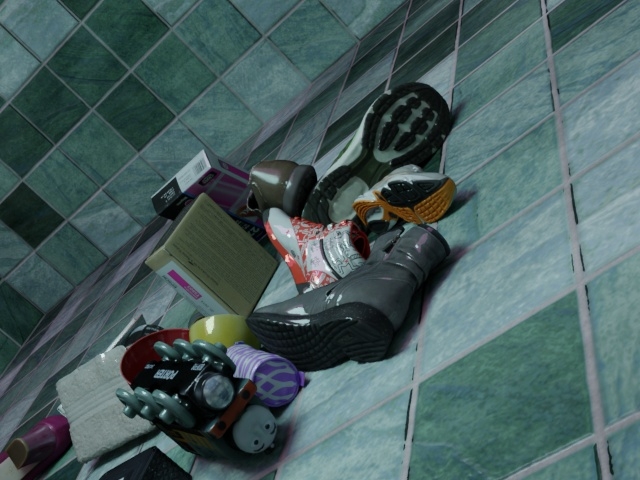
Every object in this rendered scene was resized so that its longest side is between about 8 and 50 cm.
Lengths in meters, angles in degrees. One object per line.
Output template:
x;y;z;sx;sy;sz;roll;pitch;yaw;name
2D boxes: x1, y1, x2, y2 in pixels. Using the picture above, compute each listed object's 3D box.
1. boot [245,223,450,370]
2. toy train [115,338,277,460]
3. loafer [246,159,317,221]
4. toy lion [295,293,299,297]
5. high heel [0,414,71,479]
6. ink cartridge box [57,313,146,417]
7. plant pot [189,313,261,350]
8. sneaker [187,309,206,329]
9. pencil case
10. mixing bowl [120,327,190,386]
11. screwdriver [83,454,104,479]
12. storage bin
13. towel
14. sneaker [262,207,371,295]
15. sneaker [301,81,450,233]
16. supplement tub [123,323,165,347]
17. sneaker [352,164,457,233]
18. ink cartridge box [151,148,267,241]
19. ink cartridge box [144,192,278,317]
0.045;0.086;1.422;0.338;0.118;0.223;-6;38;49;boot
-0.187;0.253;1.405;0.142;0.190;0.334;-53;19;-24;toy train
-0.077;-0.084;1.851;0.366;0.130;0.134;93;-158;-70;loafer
-0.043;0.123;1.662;0.100;0.034;0.096;-49;10;-10;toy lion
-0.731;0.558;2.243;0.377;0.127;0.181;-39;-12;35;high heel
-0.500;0.299;2.109;0.275;0.060;0.239;-52;-16;-21;ink cartridge box
-0.169;0.208;1.625;0.134;0.134;0.095;-34;44;34;plant pot
-0.257;0.192;1.972;0.086;0.064;0.192;-44;14;34;sneaker
-0.102;0.220;1.485;0.206;0.088;0.086;-176;92;-69;pencil case
-0.282;0.261;1.728;0.181;0.098;0.181;-4;32;2;mixing bowl
-0.444;0.438;1.917;0.170;0.025;0.024;-59;20;-15;screwdriver
-0.308;0.427;1.478;0.180;0.084;0.122;-35;19;36;storage bin
-0.436;0.333;1.853;0.282;0.187;0.049;-31;-19;34;towel
0.001;0.001;1.613;0.145;0.090;0.270;-40;45;10;sneaker
0.092;-0.153;1.808;0.410;0.158;0.182;-48;8;-16;sneaker
-0.390;0.280;1.975;0.117;0.117;0.190;-37;18;28;supplement tub
0.158;-0.094;1.576;0.121;0.099;0.262;-48;17;-24;sneaker
-0.197;-0.078;2.099;0.175;0.371;0.069;-39;57;21;ink cartridge box
-0.226;0.047;1.924;0.088;0.234;0.193;-31;21;42;ink cartridge box
